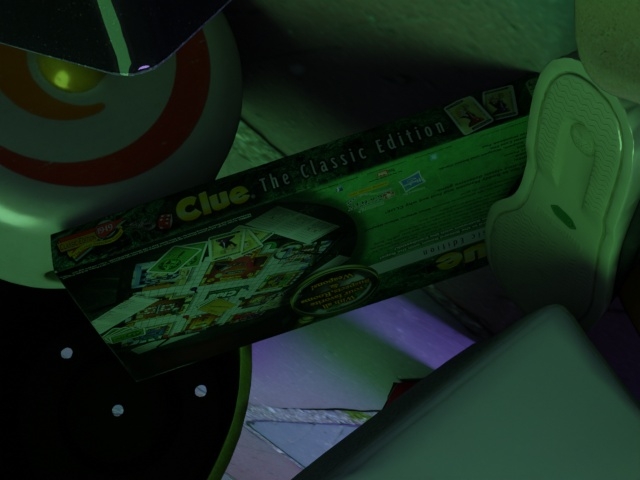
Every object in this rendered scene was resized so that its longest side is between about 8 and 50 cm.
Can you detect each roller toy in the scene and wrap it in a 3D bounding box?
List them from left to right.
[{"bbox_3d":[-0.148,-0.079,0.640,0.209,0.191,0.146,23,158,-9],"label":"roller toy"}]

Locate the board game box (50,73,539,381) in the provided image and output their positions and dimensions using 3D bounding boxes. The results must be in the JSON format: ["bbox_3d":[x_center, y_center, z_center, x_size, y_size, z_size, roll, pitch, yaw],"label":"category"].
[{"bbox_3d":[0.000,0.000,0.610,0.260,0.030,0.136,-18,145,-1],"label":"board game box"}]

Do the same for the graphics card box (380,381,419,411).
[{"bbox_3d":[0.169,0.323,1.016,0.371,0.233,0.094,41,155,-19],"label":"graphics card box"}]

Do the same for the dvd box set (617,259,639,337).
[{"bbox_3d":[0.287,0.196,0.482,0.307,0.062,0.420,42,-160,-25],"label":"dvd box set"}]

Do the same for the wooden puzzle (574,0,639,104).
[{"bbox_3d":[0.169,-0.142,0.227,0.322,0.080,0.348,27,155,40],"label":"wooden puzzle"}]

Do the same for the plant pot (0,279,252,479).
[{"bbox_3d":[-0.228,0.142,1.045,0.366,0.366,0.353,27,168,9],"label":"plant pot"}]

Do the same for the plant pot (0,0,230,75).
[{"bbox_3d":[-0.097,-0.193,0.386,0.188,0.187,0.167,18,140,29],"label":"plant pot"}]

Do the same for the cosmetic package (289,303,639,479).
[{"bbox_3d":[0.086,0.272,0.660,0.327,0.329,0.393,52,178,8],"label":"cosmetic package"}]

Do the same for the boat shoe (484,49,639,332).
[{"bbox_3d":[0.138,-0.019,0.550,0.084,0.079,0.233,51,160,22],"label":"boat shoe"}]
